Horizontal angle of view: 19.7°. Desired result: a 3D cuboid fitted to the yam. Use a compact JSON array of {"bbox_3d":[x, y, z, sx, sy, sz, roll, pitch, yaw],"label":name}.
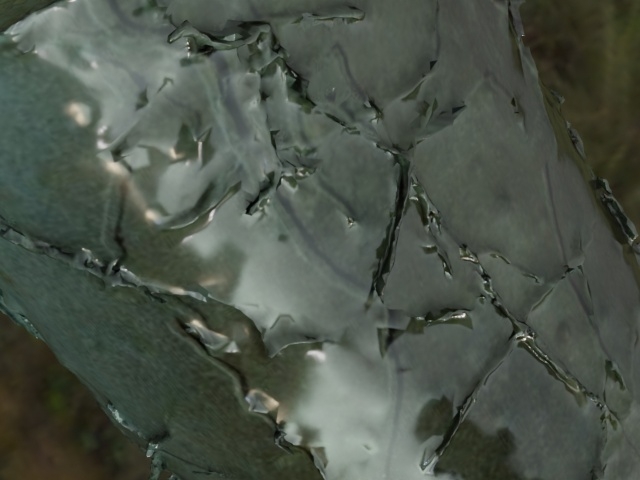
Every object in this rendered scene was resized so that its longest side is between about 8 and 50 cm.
[{"bbox_3d":[0.000,0.000,0.730,0.348,0.241,0.241,55,36,-27],"label":"yam"}]
